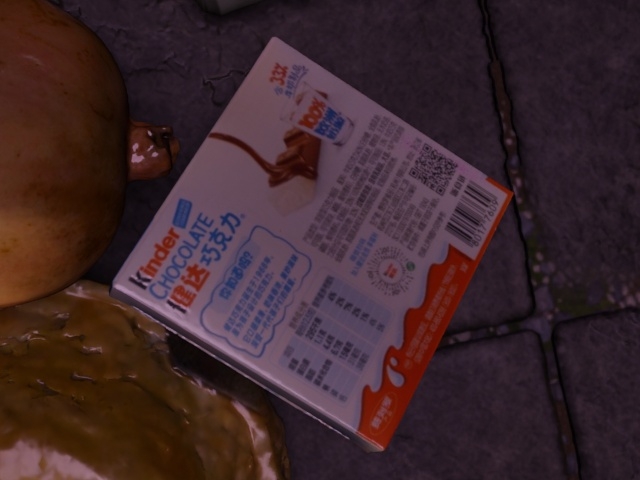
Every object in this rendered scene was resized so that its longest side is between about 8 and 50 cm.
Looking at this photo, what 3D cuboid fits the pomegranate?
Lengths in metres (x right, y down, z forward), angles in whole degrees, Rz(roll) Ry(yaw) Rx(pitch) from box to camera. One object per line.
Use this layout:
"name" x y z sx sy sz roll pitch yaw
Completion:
"pomegranate" -0.246 -0.073 0.785 0.270 0.229 0.252 9 47 -11

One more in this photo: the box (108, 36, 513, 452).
"box" 0.000 0.000 0.875 0.265 0.048 0.273 33 70 -7

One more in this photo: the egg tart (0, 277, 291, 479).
"egg tart" -0.235 0.237 0.813 0.443 0.178 0.443 0 89 -8

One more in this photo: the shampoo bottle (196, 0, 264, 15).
"shampoo bottle" -0.054 -0.266 0.891 0.234 0.087 0.118 -14 90 -6
